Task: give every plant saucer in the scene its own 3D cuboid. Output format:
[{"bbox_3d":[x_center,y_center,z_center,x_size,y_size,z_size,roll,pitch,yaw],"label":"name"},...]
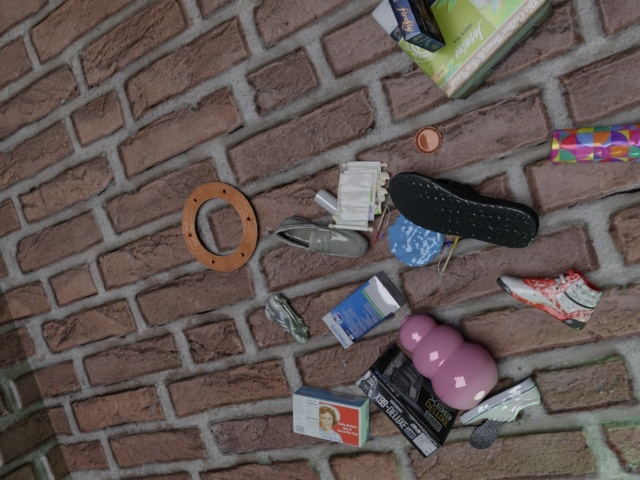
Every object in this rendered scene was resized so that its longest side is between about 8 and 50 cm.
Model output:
[{"bbox_3d":[0.328,-0.304,1.751,0.083,0.013,0.083,5,102,25],"label":"plant saucer"}]

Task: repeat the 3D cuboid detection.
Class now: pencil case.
[{"bbox_3d":[0.727,-0.252,1.523,0.236,0.104,0.104,2,102,28],"label":"pencil case"}]

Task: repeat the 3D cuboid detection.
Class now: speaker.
[{"bbox_3d":[0.045,-0.113,1.906,0.136,0.055,0.055,38,114,15],"label":"speaker"}]

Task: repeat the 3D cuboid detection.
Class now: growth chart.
[{"bbox_3d":[0.127,-0.142,1.842,0.172,0.021,0.237,11,92,16],"label":"growth chart"}]

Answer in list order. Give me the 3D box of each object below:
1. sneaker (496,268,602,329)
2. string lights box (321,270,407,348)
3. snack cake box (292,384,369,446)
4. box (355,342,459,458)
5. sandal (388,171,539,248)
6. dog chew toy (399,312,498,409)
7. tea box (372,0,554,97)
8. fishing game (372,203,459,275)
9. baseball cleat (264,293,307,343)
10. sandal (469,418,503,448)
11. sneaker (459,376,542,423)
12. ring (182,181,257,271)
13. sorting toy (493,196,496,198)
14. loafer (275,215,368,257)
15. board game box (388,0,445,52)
[{"bbox_3d":[0.654,0.128,1.642,0.270,0.090,0.145,29,111,14],"label":"sneaker"},{"bbox_3d":[0.143,0.232,1.919,0.259,0.077,0.133,-42,81,27],"label":"string lights box"},{"bbox_3d":[0.036,0.619,2.047,0.264,0.089,0.152,5,101,25],"label":"snack cake box"},{"bbox_3d":[0.279,0.495,1.816,0.307,0.242,0.076,46,116,11],"label":"box"},{"bbox_3d":[0.414,-0.094,1.696,0.446,0.107,0.167,21,127,21],"label":"sandal"},{"bbox_3d":[0.376,0.355,1.770,0.332,0.206,0.206,42,116,21],"label":"dog chew toy"},{"bbox_3d":[0.382,-0.607,1.543,0.323,0.220,0.329,49,117,9],"label":"tea box"},{"bbox_3d":[0.300,-0.014,1.813,0.264,0.041,0.189,22,102,26],"label":"fishing game"},{"bbox_3d":[-0.125,0.288,2.078,0.109,0.072,0.206,-38,81,43],"label":"baseball cleat"},{"bbox_3d":[0.540,0.586,1.826,0.067,0.040,0.179,35,99,12],"label":"sandal"},{"bbox_3d":[0.548,0.511,1.755,0.258,0.094,0.091,-33,77,19],"label":"sneaker"},{"bbox_3d":[-0.372,-0.050,2.138,0.336,0.032,0.336,5,103,24],"label":"ring"},{"bbox_3d":[0.521,-0.071,1.697,0.083,0.045,0.075,40,134,13],"label":"sorting toy"},{"bbox_3d":[0.000,0.000,1.913,0.319,0.111,0.112,12,119,25],"label":"loafer"},{"bbox_3d":[0.223,-0.544,1.372,0.042,0.243,0.165,-22,91,27],"label":"board game box"}]
